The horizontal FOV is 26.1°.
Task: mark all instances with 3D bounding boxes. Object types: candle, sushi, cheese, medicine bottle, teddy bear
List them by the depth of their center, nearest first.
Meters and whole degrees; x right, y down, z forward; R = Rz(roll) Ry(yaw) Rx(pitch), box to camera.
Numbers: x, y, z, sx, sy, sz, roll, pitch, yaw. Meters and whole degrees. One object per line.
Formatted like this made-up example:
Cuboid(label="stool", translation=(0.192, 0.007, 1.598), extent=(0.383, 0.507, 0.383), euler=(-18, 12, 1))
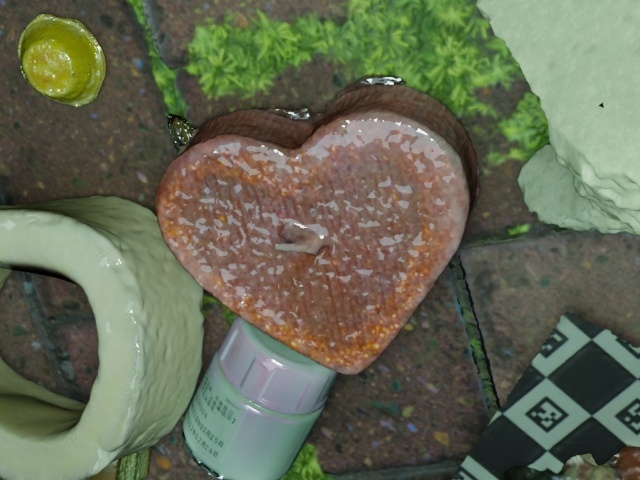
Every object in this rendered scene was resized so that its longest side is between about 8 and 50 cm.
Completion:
Cuboid(label="teddy bear", translation=(0.344, -0.086, 1.250), extent=(0.327, 0.376, 0.362), euler=(-29, 144, 26))
Cuboid(label="candle", translation=(0.000, 0.000, 1.368), extent=(0.316, 0.131, 0.287), euler=(-5, 114, 15))
Cuboid(label="sushi", translation=(0.308, 0.247, 1.442), extent=(0.320, 0.069, 0.339), euler=(25, 119, -4))
Cuboid(label="medicine bottle", translation=(-0.060, 0.161, 1.473), extent=(0.135, 0.135, 0.168), euler=(29, 120, 3))
Cuboid(label="cheese", translation=(-0.298, 0.096, 1.474), extent=(0.332, 0.153, 0.292), euler=(10, 101, 21))

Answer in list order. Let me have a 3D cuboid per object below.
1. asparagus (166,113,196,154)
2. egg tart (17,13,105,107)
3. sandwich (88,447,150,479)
Cuboid(label="asparagus", translation=(-0.116, -0.062, 1.448), extent=(0.036, 0.030, 0.165), euler=(-19, 108, 40))
Cuboid(label="egg tart", translation=(-0.274, -0.183, 1.438), extent=(0.105, 0.039, 0.105), euler=(8, 117, 16))
Cuboid(label="sandwich", translation=(-0.277, 0.283, 1.623), extent=(0.244, 0.090, 0.088), euler=(-31, 99, 27))
